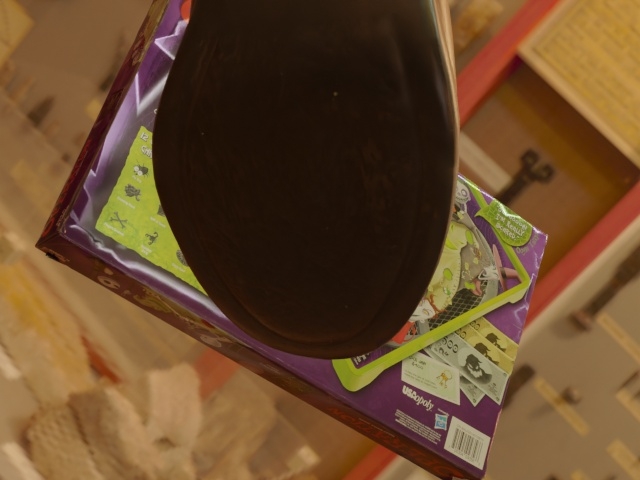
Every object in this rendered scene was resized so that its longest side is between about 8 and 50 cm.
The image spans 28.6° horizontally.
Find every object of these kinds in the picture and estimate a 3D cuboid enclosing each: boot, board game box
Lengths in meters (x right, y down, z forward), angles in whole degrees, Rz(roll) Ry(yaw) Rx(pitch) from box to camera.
[{"bbox_3d":[0.013,-0.131,0.459,0.280,0.096,0.264,-66,147,-58],"label":"boot"},{"bbox_3d":[0.000,0.000,0.859,0.346,0.208,0.056,33,-26,-23],"label":"board game box"}]
